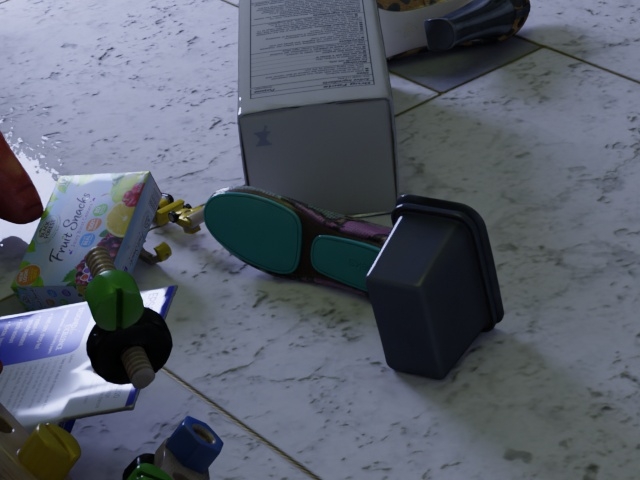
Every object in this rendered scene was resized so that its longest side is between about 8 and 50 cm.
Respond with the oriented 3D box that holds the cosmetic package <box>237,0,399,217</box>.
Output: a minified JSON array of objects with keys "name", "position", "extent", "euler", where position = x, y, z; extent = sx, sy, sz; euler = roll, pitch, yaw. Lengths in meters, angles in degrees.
[{"name":"cosmetic package","position":[-0.005,-0.145,1.828],"extent":[0.153,0.129,0.296],"euler":[-5,30,2]}]

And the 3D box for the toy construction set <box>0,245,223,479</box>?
[{"name":"toy construction set","position":[-0.183,0.220,1.199],"extent":[0.309,0.257,0.237],"euler":[-31,45,0]}]

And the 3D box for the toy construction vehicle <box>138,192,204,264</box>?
[{"name":"toy construction vehicle","position":[-0.155,-0.010,1.732],"extent":[0.098,0.035,0.086],"euler":[11,34,44]}]

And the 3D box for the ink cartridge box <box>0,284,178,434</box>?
[{"name":"ink cartridge box","position":[-0.294,0.132,1.436],"extent":[0.371,0.069,0.176],"euler":[-13,28,15]}]

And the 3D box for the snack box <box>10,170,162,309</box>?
[{"name":"snack box","position":[-0.215,0.000,1.676],"extent":[0.100,0.037,0.141],"euler":[-3,47,23]}]

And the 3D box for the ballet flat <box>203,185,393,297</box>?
[{"name":"ballet flat","position":[0.000,0.000,1.649],"extent":[0.221,0.077,0.079],"euler":[16,19,28]}]

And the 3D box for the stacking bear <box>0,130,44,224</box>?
[{"name":"stacking bear","position":[-0.436,-0.028,1.712],"extent":[0.289,0.175,0.164],"euler":[-31,8,-17]}]

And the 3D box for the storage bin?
[{"name":"storage bin","position":[0.082,0.043,1.494],"extent":[0.098,0.135,0.091],"euler":[11,45,29]}]

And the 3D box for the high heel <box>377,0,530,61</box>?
[{"name":"high heel","position":[0.101,-0.260,2.060],"extent":[0.261,0.093,0.186],"euler":[13,24,36]}]
